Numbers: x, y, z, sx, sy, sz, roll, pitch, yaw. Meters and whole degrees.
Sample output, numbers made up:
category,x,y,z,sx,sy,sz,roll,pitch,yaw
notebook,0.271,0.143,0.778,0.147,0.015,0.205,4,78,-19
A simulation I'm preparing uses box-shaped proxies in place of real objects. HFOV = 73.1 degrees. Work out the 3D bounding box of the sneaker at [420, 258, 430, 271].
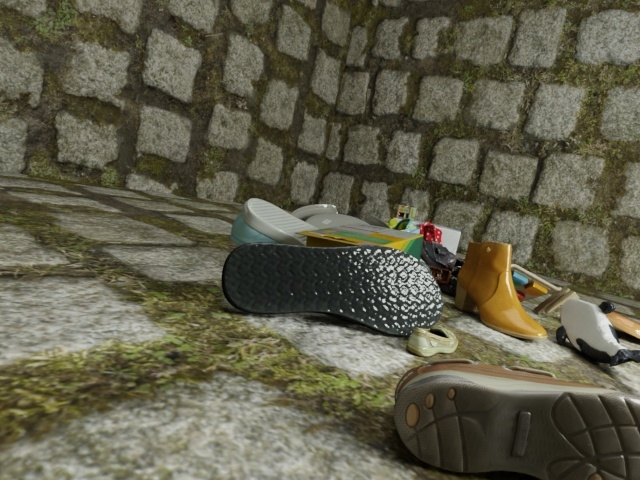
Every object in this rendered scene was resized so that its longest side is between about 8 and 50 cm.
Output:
category,x,y,z,sx,sy,sz,roll,pitch,yaw
sneaker,0.235,0.119,1.219,0.282,0.110,0.122,-4,28,-42

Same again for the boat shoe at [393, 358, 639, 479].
category,x,y,z,sx,sy,sz,roll,pitch,yaw
boat shoe,0.240,0.194,0.477,0.323,0.123,0.116,14,5,2

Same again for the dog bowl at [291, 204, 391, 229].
category,x,y,z,sx,sy,sz,roll,pitch,yaw
dog bowl,0.063,-0.005,1.431,0.348,0.102,0.349,9,26,-4

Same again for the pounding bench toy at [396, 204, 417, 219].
category,x,y,z,sx,sy,sz,roll,pitch,yaw
pounding bench toy,0.356,-0.115,1.775,0.065,0.052,0.083,15,9,34

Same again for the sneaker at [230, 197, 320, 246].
category,x,y,z,sx,sy,sz,roll,pitch,yaw
sneaker,-0.076,0.032,1.176,0.365,0.150,0.135,34,31,-15

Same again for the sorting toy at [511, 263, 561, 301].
category,x,y,z,sx,sy,sz,roll,pitch,yaw
sorting toy,0.647,0.153,1.434,0.208,0.038,0.193,23,-26,-10

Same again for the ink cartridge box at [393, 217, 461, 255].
category,x,y,z,sx,sy,sz,roll,pitch,yaw
ink cartridge box,0.423,0.026,1.791,0.269,0.198,0.198,14,8,17

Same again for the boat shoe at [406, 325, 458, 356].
category,x,y,z,sx,sy,sz,roll,pitch,yaw
boat shoe,0.216,0.180,0.810,0.152,0.048,0.056,6,10,-44

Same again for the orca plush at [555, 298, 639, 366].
category,x,y,z,sx,sy,sz,roll,pitch,yaw
orca plush,0.672,0.232,1.016,0.102,0.151,0.287,43,1,-6

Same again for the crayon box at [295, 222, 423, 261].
category,x,y,z,sx,sy,sz,roll,pitch,yaw
crayon box,0.104,0.021,1.067,0.202,0.083,0.322,12,11,30

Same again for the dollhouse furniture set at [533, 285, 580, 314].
category,x,y,z,sx,sy,sz,roll,pitch,yaw
dollhouse furniture set,0.791,0.251,1.361,0.151,0.123,0.144,49,14,7

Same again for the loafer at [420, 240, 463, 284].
category,x,y,z,sx,sy,sz,roll,pitch,yaw
loafer,0.442,0.071,1.482,0.095,0.109,0.302,-28,-45,36

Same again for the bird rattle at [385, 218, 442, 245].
category,x,y,z,sx,sy,sz,roll,pitch,yaw
bird rattle,0.337,0.016,1.668,0.253,0.207,0.143,12,13,4

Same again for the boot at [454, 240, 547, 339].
category,x,y,z,sx,sy,sz,roll,pitch,yaw
boot,0.470,0.114,1.121,0.104,0.212,0.295,8,9,-28

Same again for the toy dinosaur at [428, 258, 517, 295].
category,x,y,z,sx,sy,sz,roll,pitch,yaw
toy dinosaur,0.464,0.139,1.368,0.321,0.165,0.218,-4,-11,-2

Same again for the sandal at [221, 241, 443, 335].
category,x,y,z,sx,sy,sz,roll,pitch,yaw
sandal,0.032,0.084,0.851,0.444,0.168,0.107,11,-10,-15

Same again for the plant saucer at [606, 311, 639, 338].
category,x,y,z,sx,sy,sz,roll,pitch,yaw
plant saucer,0.963,0.266,1.342,0.199,0.037,0.200,24,10,-4

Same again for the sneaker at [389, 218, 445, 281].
category,x,y,z,sx,sy,sz,roll,pitch,yaw
sneaker,0.350,0.036,1.546,0.318,0.209,0.127,10,6,-22
